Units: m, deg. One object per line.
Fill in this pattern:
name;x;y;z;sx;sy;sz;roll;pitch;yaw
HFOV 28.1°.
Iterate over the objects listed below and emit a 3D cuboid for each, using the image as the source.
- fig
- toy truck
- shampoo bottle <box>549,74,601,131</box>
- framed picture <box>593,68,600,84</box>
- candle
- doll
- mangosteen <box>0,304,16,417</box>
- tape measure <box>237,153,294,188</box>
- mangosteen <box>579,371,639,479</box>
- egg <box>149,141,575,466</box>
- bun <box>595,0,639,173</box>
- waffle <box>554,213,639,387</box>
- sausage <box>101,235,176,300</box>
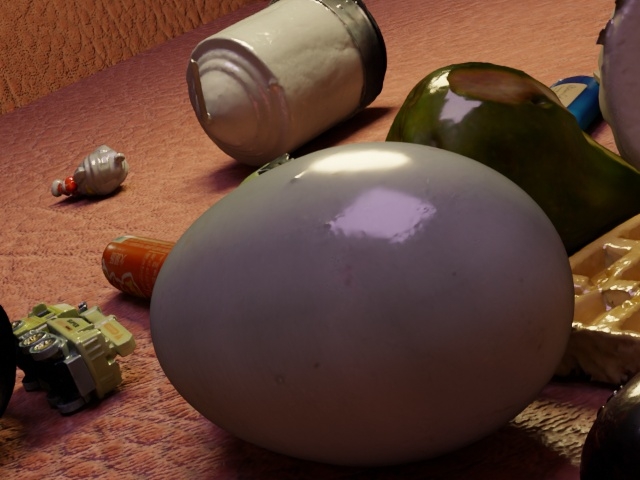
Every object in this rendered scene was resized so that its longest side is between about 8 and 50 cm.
fig;0.195;-0.049;1.187;0.274;0.206;0.206;13;13;-12
toy truck;-0.249;0.108;1.278;0.100;0.077;0.169;-30;19;-24
shampoo bottle;0.288;-0.150;1.551;0.087;0.050;0.183;0;25;30
framed picture;0.471;-0.202;1.511;0.249;0.016;0.184;-18;31;-1
candle;-0.067;-0.239;1.919;0.221;0.221;0.342;0;28;47
doll;-0.369;-0.104;2.069;0.094;0.079;0.180;-2;-13;-46
mangosteen;-0.390;0.129;1.169;0.242;0.243;0.243;-17;17;5
tape measure;-0.045;0.038;1.144;0.154;0.177;0.087;-35;18;-6
mangosteen;0.211;0.129;0.692;0.140;0.140;0.140;-17;17;5
egg;0.015;0.048;0.931;0.370;0.230;0.230;-8;20;47
bun;0.374;-0.143;1.160;0.263;0.263;0.175;-17;-3;5
waffle;0.281;0.039;0.973;0.221;0.055;0.247;-30;20;-32
sausage;-0.183;0.034;1.446;0.083;0.083;0.264;-28;18;-26
